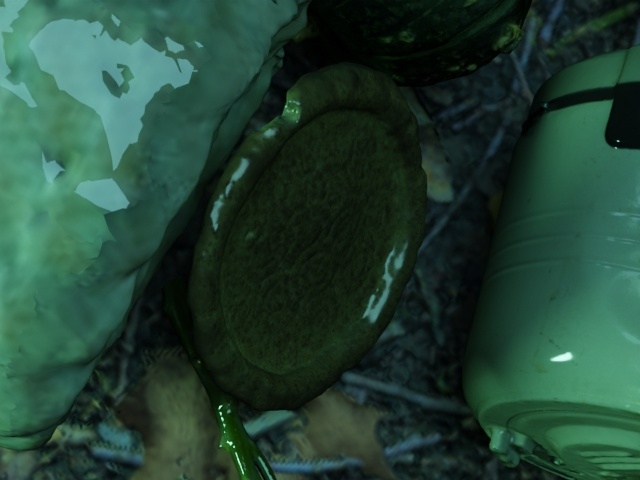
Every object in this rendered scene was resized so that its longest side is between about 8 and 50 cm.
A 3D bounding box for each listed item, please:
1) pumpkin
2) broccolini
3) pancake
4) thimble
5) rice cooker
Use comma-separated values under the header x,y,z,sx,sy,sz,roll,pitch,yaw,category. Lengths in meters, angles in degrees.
x,y,z,sx,sy,sz,roll,pitch,yaw,category
0.028,-0.166,1.024,0.190,0.190,0.146,26,74,-7,pumpkin
-0.042,0.107,1.008,0.054,0.052,0.194,-13,79,-21,broccolini
-0.001,-0.001,0.989,0.021,0.199,0.199,21,67,32,pancake
-0.142,-0.063,0.909,0.195,0.291,0.291,30,71,-4,thimble
0.199,0.018,1.007,0.226,0.226,0.244,18,69,-10,rice cooker
